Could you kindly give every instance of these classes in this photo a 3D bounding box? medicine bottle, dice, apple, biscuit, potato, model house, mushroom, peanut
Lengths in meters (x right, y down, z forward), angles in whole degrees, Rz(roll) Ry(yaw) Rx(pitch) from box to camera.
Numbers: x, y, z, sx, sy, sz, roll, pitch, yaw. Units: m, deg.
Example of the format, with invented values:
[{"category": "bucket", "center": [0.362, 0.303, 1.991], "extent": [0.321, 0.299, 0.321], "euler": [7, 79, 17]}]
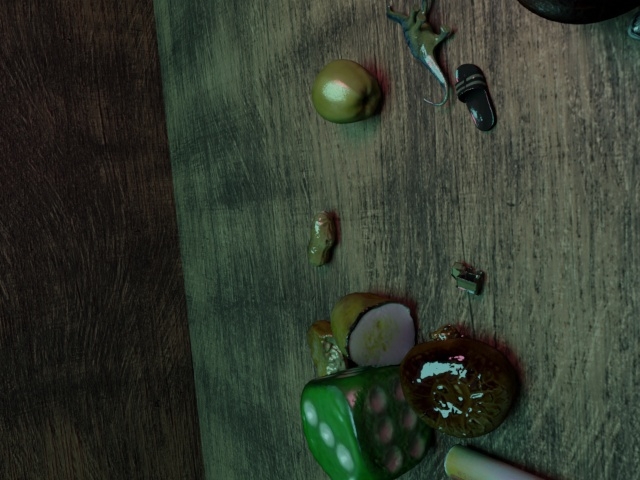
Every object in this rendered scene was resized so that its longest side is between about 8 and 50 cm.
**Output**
[{"category": "medicine bottle", "center": [0.483, 0.593, 1.199], "extent": [0.426, 0.108, 0.108], "euler": [-1, 96, 57]}, {"category": "dice", "center": [0.132, 0.531, 1.517], "extent": [0.300, 0.287, 0.297], "euler": [-27, 74, 54]}, {"category": "apple", "center": [0.072, -0.431, 1.488], "extent": [0.200, 0.200, 0.200], "euler": [16, 110, 52]}, {"category": "biscuit", "center": [0.028, 0.393, 1.777], "extent": [0.213, 0.091, 0.274], "euler": [-135, 31, -58]}, {"category": "potato", "center": [0.129, 0.263, 1.563], "extent": [0.266, 0.229, 0.229], "euler": [-161, 67, -69]}, {"category": "model house", "center": [0.368, 0.100, 1.301], "extent": [0.083, 0.057, 0.058], "euler": [18, 140, 32]}, {"category": "mushroom", "center": [0.334, 0.352, 1.276], "extent": [0.297, 0.163, 0.278], "euler": [-22, 76, 34]}, {"category": "peanut", "center": [0.000, 0.000, 1.760], "extent": [0.099, 0.099, 0.214], "euler": [46, 130, 39]}]

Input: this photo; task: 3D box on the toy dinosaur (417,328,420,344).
[{"category": "toy dinosaur", "center": [0.279, 0.360, 1.450], "extent": [0.108, 0.032, 0.220], "euler": [61, -153, -62]}]

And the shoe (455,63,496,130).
[{"category": "shoe", "center": [0.360, -0.343, 1.213], "extent": [0.071, 0.049, 0.179], "euler": [-33, 70, 52]}]

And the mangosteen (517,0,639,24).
[{"category": "mangosteen", "center": [0.442, -0.514, 0.820], "extent": [0.330, 0.330, 0.330], "euler": [16, 110, 52]}]

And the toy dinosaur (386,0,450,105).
[{"category": "toy dinosaur", "center": [0.257, -0.520, 1.304], "extent": [0.147, 0.076, 0.363], "euler": [108, 142, -62]}]

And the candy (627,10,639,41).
[{"category": "candy", "center": [0.600, -0.437, 0.857], "extent": [0.094, 0.051, 0.226], "euler": [32, 125, 35]}]
